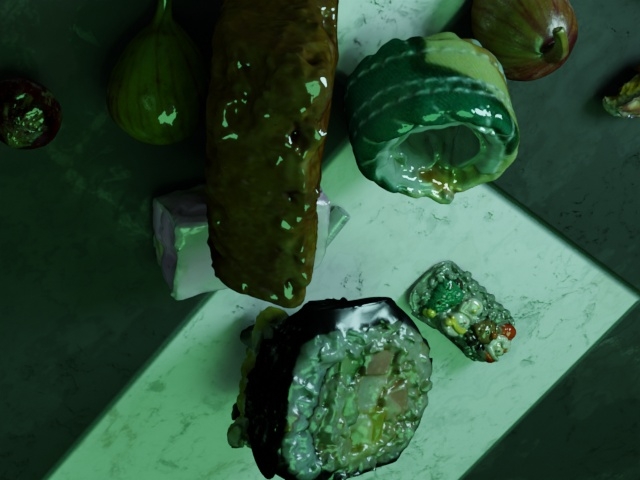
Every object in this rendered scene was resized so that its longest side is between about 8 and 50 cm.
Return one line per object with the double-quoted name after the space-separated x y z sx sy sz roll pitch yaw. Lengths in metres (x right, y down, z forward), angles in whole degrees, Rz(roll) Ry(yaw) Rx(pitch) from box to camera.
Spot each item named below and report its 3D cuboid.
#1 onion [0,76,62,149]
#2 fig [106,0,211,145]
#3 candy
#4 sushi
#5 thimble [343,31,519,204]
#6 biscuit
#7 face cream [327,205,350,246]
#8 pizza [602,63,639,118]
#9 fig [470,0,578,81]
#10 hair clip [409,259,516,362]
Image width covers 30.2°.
-0.396 -0.171 1.583 0.107 0.097 0.107 11 136 11 "onion"
-0.225 -0.261 1.601 0.151 0.151 0.259 -13 108 -23 "fig"
-0.128 -0.016 1.874 0.265 0.115 0.155 -11 135 -22 "candy"
-0.004 0.237 2.079 0.328 0.285 0.328 -10 110 -32 "sushi"
0.170 -0.182 1.829 0.254 0.167 0.288 -13 152 10 "thimble"
-0.068 -0.149 1.625 0.166 0.342 0.395 6 128 1 "biscuit"
0.000 0.000 2.026 0.034 0.034 0.130 22 113 -43 "face cream"
0.642 -0.301 2.139 0.306 0.085 0.161 -20 157 -14 "pizza"
0.331 -0.315 1.834 0.175 0.207 0.175 -19 135 -20 "fig"
0.297 0.158 2.317 0.138 0.091 0.321 -46 138 6 "hair clip"
